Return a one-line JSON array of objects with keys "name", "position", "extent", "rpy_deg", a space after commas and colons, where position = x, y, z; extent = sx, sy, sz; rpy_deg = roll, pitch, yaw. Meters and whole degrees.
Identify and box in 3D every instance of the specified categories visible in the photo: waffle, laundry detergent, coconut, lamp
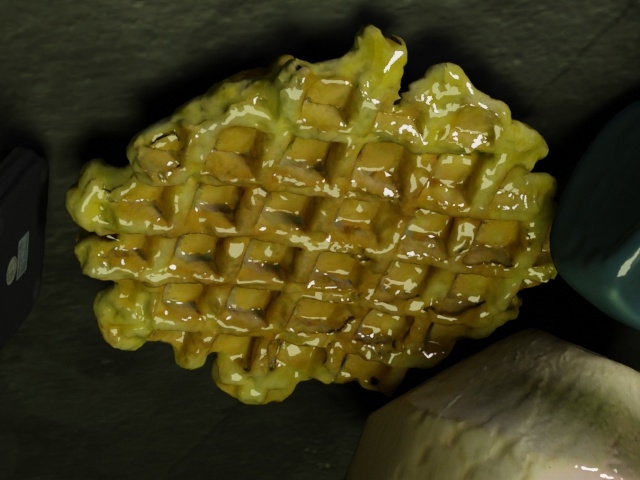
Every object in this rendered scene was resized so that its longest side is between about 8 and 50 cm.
[{"name": "waffle", "position": [0.000, 0.000, 1.034], "extent": [0.325, 0.068, 0.302], "rpy_deg": [-24, 135, 18]}, {"name": "laundry detergent", "position": [0.281, 0.024, 1.061], "extent": [0.290, 0.094, 0.143], "rpy_deg": [32, 83, -38]}, {"name": "coconut", "position": [0.136, 0.191, 1.112], "extent": [0.259, 0.259, 0.259], "rpy_deg": [-4, 137, -4]}, {"name": "lamp", "position": [-0.302, -0.043, 0.933], "extent": [0.283, 0.124, 0.203], "rpy_deg": [6, 115, -11]}]
